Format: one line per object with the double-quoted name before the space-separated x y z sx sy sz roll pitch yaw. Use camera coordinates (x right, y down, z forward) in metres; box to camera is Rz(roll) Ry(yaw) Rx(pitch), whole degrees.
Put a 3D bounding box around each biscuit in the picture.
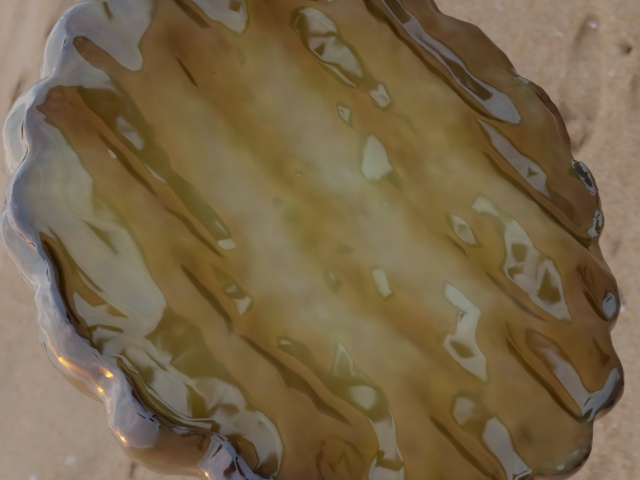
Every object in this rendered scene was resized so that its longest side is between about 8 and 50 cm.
"biscuit" 0.000 0.000 0.669 0.107 0.326 0.325 -50 39 48
